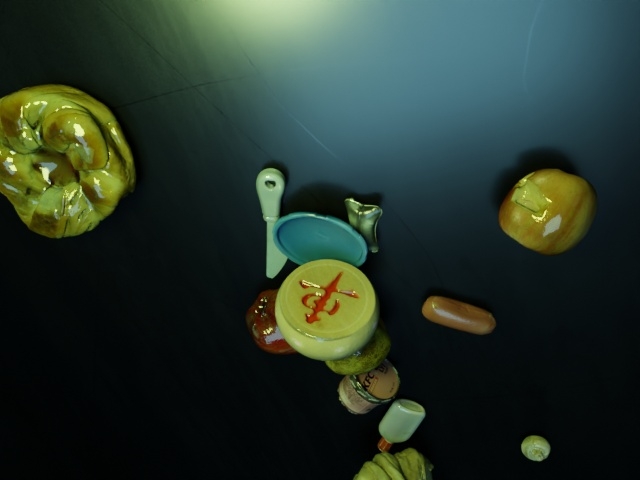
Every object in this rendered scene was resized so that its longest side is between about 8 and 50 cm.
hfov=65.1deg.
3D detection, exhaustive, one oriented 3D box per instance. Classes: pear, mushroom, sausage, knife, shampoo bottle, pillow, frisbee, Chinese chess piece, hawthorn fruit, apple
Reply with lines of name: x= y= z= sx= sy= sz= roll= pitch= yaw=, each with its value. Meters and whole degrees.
pear: x=0.078 y=0.254 z=1.307 sx=0.197 sy=0.197 sz=0.197 roll=4 pitch=122 yaw=7
mushroom: x=0.653 y=0.631 z=1.516 sx=0.083 sy=0.067 sz=0.083 roll=5 pitch=116 yaw=11
sausage: x=0.359 y=0.195 z=1.298 sx=0.194 sy=0.077 sz=0.077 roll=15 pitch=122 yaw=0
knife: x=-0.110 y=-0.032 z=1.264 sx=0.080 sy=0.044 sz=0.331 roll=-2 pitch=127 yaw=-1
shampoo bottle: x=0.239 y=0.584 z=1.567 sx=0.108 sy=0.051 sz=0.221 roll=19 pitch=122 yaw=-5
pillow: x=0.100 y=-0.036 z=1.209 sx=0.091 sy=0.055 sz=0.136 roll=3 pitch=125 yaw=0
frisbee: x=0.000 y=0.000 z=1.231 sx=0.242 sy=0.045 sz=0.242 roll=10 pitch=145 yaw=7
Chinese chess piece: x=0.016 y=0.160 z=1.190 sx=0.251 sy=0.251 sz=0.097 roll=7 pitch=141 yaw=6
hawthorn fruit: x=-0.090 y=0.222 z=1.342 sx=0.185 sy=0.185 sz=0.202 roll=-37 pitch=128 yaw=27
apple: x=0.486 y=-0.064 z=1.064 sx=0.199 sy=0.199 sz=0.199 roll=4 pitch=122 yaw=7

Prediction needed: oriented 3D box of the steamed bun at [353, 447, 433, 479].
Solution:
steamed bun: x=0.223 y=0.808 z=1.541 sx=0.230 sy=0.372 sz=0.325 roll=-2 pitch=91 yaw=22

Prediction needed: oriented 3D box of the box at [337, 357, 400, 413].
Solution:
box: x=0.131 y=0.415 z=1.430 sx=0.151 sy=0.151 sz=0.135 roll=26 pitch=130 yaw=-7

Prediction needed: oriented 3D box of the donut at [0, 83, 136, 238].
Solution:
donut: x=-0.617 y=-0.179 z=1.181 sx=0.360 sy=0.170 sz=0.360 roll=5 pitch=120 yaw=9
